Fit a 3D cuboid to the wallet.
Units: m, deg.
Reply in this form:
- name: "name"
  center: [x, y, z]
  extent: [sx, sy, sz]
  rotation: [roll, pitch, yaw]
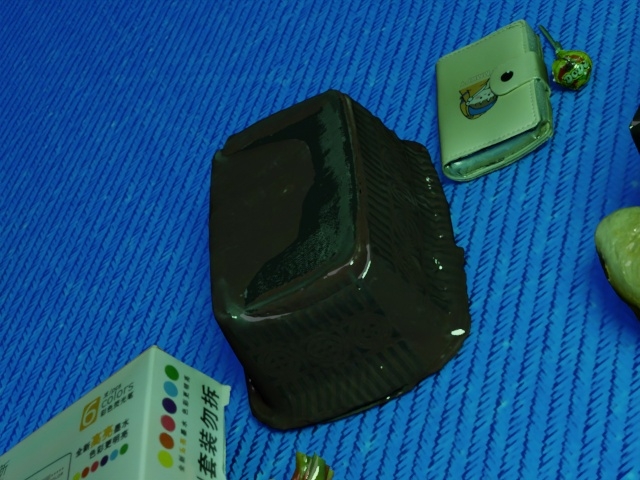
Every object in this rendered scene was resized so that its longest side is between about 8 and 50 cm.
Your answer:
- name: "wallet"
  center: [0.161, -0.131, 1.050]
  extent: [0.110, 0.039, 0.155]
  rotation: [-24, 41, 26]

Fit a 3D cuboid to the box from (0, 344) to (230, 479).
- name: "box"
  center: [-0.195, 0.240, 0.894]
  extent: [0.274, 0.091, 0.221]
  rotation: [-34, 37, 28]

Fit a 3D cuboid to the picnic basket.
- name: "picnic basket"
  center: [0.000, 0.000, 0.981]
  extent: [0.222, 0.129, 0.297]
  rotation: [-23, 43, 17]

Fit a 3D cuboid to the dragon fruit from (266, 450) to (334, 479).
- name: "dragon fruit"
  center: [-0.017, 0.214, 0.826]
  extent: [0.086, 0.081, 0.116]
  rotation: [25, 82, 26]

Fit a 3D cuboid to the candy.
- name: "candy"
  center: [0.224, -0.179, 1.059]
  extent: [0.035, 0.035, 0.123]
  rotation: [-2, 33, -5]

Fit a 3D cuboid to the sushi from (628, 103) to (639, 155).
- name: "sushi"
  center: [0.352, -0.105, 0.738]
  extent: [0.212, 0.215, 0.227]
  rotation: [23, 68, 47]

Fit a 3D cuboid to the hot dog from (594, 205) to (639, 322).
- name: "hot dog"
  center: [0.282, 0.045, 0.757]
  extent: [0.242, 0.084, 0.073]
  rotation: [22, 72, 47]
